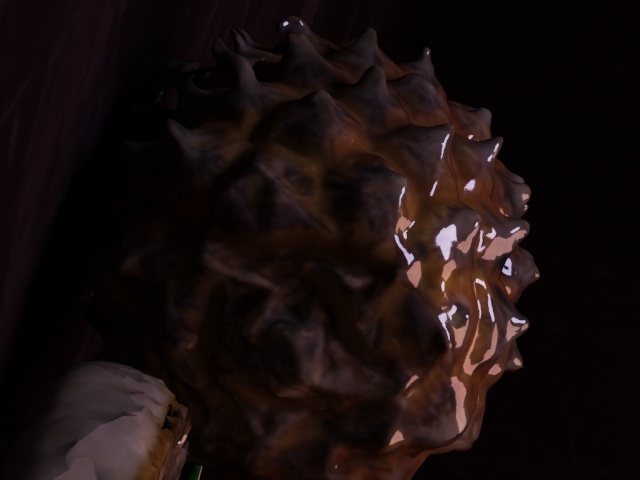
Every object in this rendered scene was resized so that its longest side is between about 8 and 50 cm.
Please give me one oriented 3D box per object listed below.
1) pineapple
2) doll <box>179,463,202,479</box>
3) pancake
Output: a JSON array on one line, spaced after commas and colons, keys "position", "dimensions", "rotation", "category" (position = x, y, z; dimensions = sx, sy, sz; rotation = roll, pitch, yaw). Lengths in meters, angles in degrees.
[{"position": [0.000, 0.000, 0.684], "dimensions": [0.193, 0.166, 0.166], "rotation": [-65, 176, -70], "category": "pineapple"}, {"position": [-0.091, 0.179, 0.822], "dimensions": [0.186, 0.106, 0.134], "rotation": [108, -8, -57], "category": "doll"}, {"position": [-0.123, 0.203, 0.524], "dimensions": [0.387, 0.082, 0.387], "rotation": [-158, -90, -87], "category": "pancake"}]
